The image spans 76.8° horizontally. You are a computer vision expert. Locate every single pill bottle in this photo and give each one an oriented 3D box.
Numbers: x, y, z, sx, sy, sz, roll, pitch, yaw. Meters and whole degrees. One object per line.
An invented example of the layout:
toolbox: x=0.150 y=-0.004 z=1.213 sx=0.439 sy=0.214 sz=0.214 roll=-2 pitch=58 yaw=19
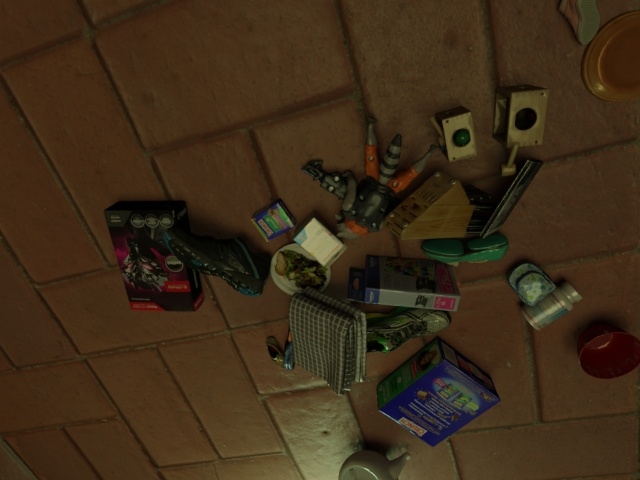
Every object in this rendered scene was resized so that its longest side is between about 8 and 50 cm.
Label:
pill bottle: x=0.700 y=0.195 z=1.227 sx=0.087 sy=0.087 sz=0.160 roll=42 pitch=112 yaw=-13

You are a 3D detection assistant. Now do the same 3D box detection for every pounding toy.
pounding toy: x=0.493 y=-0.261 z=0.985 sx=0.094 sy=0.181 sz=0.206 roll=-3 pitch=115 yaw=8
pounding toy: x=0.329 y=-0.273 z=1.021 sx=0.100 sy=0.141 sz=0.130 roll=-13 pitch=113 yaw=13

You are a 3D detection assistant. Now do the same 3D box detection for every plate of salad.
plate of salad: x=-0.066 y=0.103 z=1.297 sx=0.199 sy=0.048 sz=0.200 roll=2 pitch=115 yaw=5

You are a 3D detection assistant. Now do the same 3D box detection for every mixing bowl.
mixing bowl: x=0.885 y=0.330 z=1.263 sx=0.181 sy=0.098 sz=0.182 roll=3 pitch=116 yaw=6

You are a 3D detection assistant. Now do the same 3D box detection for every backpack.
backpack: x=0.619 y=0.124 z=1.195 sx=0.105 sy=0.084 sz=0.114 roll=-44 pitch=78 yaw=17

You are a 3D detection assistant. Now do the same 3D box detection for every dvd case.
dvd case: x=0.510 y=-0.111 z=1.074 sx=0.018 sy=0.164 sz=0.222 roll=38 pitch=119 yaw=26

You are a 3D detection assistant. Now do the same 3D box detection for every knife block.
knife block: x=0.339 y=-0.052 z=1.094 sx=0.275 sy=0.088 sz=0.242 roll=-41 pitch=126 yaw=0

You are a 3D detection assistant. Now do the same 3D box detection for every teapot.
teapot: x=0.203 y=0.936 z=1.591 sx=0.255 sy=0.187 sz=0.253 roll=10 pitch=98 yaw=31

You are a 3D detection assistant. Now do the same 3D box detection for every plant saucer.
plant saucer: x=0.734 y=-0.432 z=0.957 sx=0.199 sy=0.037 sz=0.200 roll=3 pitch=116 yaw=6

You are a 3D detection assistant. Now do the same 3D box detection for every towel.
towel: x=0.016 y=0.311 z=1.248 sx=0.234 sy=0.121 sz=0.284 roll=16 pitch=118 yaw=35

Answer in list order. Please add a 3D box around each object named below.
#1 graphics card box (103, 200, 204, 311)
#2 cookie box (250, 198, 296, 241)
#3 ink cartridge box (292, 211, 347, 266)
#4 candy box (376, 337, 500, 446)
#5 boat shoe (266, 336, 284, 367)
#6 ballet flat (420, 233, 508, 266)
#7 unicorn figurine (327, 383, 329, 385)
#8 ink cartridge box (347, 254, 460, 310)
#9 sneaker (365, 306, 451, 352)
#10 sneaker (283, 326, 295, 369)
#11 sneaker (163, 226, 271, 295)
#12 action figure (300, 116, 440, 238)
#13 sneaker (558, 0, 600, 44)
graphics card box: x=-0.527 y=0.057 z=1.306 sx=0.232 sy=0.094 sz=0.372 roll=1 pitch=114 yaw=6
cookie box: x=-0.143 y=-0.061 z=1.233 sx=0.107 sy=0.040 sz=0.092 roll=-28 pitch=110 yaw=19
ink cartridge box: x=0.000 y=0.000 z=1.209 sx=0.143 sy=0.090 sz=0.092 roll=43 pitch=100 yaw=-13
candy box: x=0.398 y=0.532 z=1.404 sx=0.268 sy=0.122 sz=0.317 roll=37 pitch=113 yaw=-12
boat shoe: x=-0.162 y=0.412 z=1.455 sx=0.050 sy=0.045 sz=0.136 roll=-21 pitch=111 yaw=16
ballet flat: x=0.425 y=0.039 z=1.194 sx=0.246 sy=0.083 sz=0.087 roll=-6 pitch=128 yaw=12
unicorn figurine: x=0.055 y=0.482 z=1.454 sx=0.111 sy=0.060 sz=0.162 roll=8 pitch=115 yaw=2
ink cartridge box: x=0.236 y=0.118 z=1.192 sx=0.310 sy=0.186 sz=0.065 roll=3 pitch=118 yaw=6
sneaker: x=0.251 y=0.297 z=1.297 sx=0.343 sy=0.146 sz=0.134 roll=-19 pitch=111 yaw=14
sneaker: x=-0.080 y=0.368 z=1.408 sx=0.086 sy=0.083 sz=0.222 roll=11 pitch=118 yaw=-4
sneaker: x=-0.309 y=0.042 z=1.235 sx=0.340 sy=0.140 sz=0.125 roll=33 pitch=153 yaw=-21
action figure: x=0.108 y=-0.153 z=1.087 sx=0.340 sy=0.179 sz=0.331 roll=22 pitch=113 yaw=-2
sneaker: x=0.594 y=-0.520 z=0.931 sx=0.051 sy=0.070 sz=0.134 roll=-39 pitch=135 yaw=12
